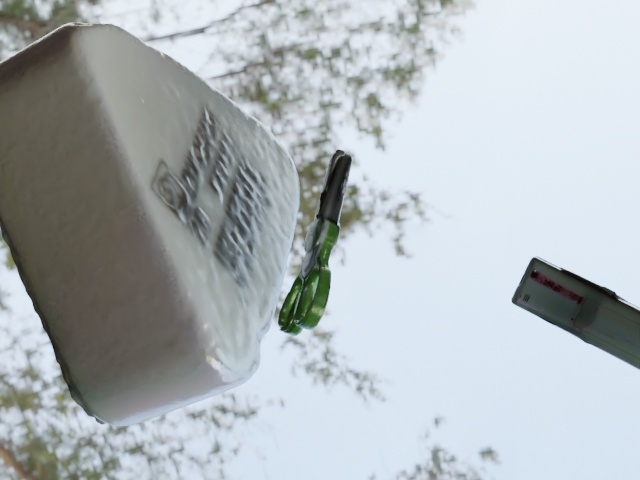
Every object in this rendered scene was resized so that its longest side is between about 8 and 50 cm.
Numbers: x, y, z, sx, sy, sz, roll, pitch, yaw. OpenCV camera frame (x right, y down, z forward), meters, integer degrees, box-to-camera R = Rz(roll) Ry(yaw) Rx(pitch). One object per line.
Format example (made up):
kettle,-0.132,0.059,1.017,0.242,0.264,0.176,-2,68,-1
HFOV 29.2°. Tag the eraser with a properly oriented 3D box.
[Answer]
eraser,-0.143,0.004,1.077,0.150,0.331,0.331,-20,-155,25

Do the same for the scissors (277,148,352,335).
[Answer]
scissors,0.000,0.000,1.300,0.101,0.027,0.204,-28,-136,63

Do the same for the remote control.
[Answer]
remote control,0.296,0.078,1.362,0.166,0.065,0.029,28,-169,18
